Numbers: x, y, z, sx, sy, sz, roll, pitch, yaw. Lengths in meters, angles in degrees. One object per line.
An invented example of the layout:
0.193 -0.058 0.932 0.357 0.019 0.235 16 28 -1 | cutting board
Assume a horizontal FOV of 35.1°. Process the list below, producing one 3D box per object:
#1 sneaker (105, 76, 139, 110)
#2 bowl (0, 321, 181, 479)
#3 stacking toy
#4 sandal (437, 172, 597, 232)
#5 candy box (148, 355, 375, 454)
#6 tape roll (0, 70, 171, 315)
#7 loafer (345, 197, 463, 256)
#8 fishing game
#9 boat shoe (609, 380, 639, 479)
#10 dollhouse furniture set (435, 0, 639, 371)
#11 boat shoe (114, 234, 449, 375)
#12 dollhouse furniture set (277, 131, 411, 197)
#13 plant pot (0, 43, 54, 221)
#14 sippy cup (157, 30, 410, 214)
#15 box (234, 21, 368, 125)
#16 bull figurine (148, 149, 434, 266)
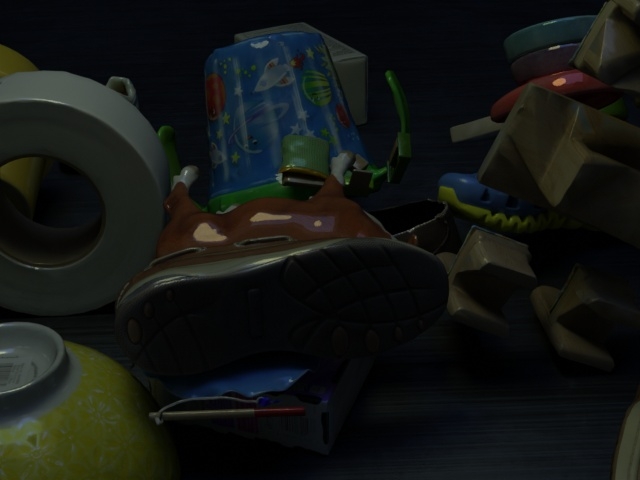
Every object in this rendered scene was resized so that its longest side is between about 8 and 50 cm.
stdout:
-0.370 -0.195 1.661 0.087 0.092 0.229 6 31 11 | sneaker
-0.279 0.169 0.925 0.289 0.156 0.289 -1 28 1 | bowl
0.325 -0.220 1.283 0.308 0.131 0.279 -6 -5 -29 | stacking toy
0.283 -0.082 1.309 0.317 0.138 0.126 -4 16 -34 | sandal
-0.058 0.131 1.068 0.196 0.070 0.165 8 31 17 | candy box
-0.323 -0.054 1.202 0.286 0.286 0.100 -2 29 -1 | tape roll
0.000 0.000 1.243 0.365 0.130 0.134 -5 28 -5 | loafer
-0.089 0.115 0.988 0.189 0.041 0.264 -1 21 -3 | fishing game
0.317 0.196 0.877 0.110 0.122 0.341 11 30 23 | boat shoe
0.365 -0.064 1.133 0.394 0.362 0.256 20 24 -15 | dollhouse furniture set
-0.036 0.044 0.964 0.324 0.123 0.116 -2 19 -17 | boat shoe
0.027 -0.100 1.195 0.151 0.059 0.076 6 56 -7 | dollhouse furniture set
-0.480 -0.107 1.375 0.253 0.254 0.239 -9 46 -13 | plant pot
-0.054 -0.150 1.340 0.305 0.224 0.240 -12 1 -20 | sippy cup
-0.036 -0.284 1.769 0.148 0.127 0.232 -15 32 -24 | box
-0.029 -0.008 1.092 0.310 0.101 0.188 -2 37 -4 | bull figurine
